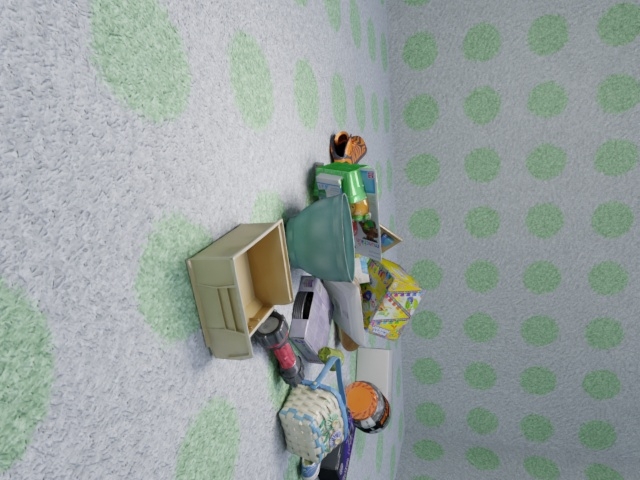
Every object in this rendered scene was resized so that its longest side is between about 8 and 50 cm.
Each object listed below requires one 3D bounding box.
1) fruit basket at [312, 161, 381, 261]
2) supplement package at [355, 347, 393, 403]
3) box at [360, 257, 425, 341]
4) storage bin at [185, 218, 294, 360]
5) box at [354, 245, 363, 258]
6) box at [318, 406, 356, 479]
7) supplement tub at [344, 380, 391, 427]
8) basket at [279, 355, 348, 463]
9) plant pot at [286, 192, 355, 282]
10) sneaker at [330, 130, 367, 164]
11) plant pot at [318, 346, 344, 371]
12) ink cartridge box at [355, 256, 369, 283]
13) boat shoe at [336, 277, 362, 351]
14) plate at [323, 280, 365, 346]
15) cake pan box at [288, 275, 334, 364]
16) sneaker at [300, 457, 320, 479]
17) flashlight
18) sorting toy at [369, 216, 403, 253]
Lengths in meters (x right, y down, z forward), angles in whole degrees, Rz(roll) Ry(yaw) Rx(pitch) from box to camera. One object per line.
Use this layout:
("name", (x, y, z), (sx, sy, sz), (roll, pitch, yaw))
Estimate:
("fruit basket", (0.094, -0.113, 1.637), (0.165, 0.327, 0.353), (-17, 114, -36))
("supplement package", (0.297, 0.737, 2.348), (0.175, 0.177, 0.293), (35, 57, -67))
("box", (0.295, 0.261, 2.015), (0.279, 0.177, 0.290), (-63, -158, 13))
("storage bin", (-0.177, 0.112, 1.047), (0.262, 0.123, 0.261), (-50, 136, -63))
("box", (0.163, 0.091, 2.115), (0.058, 0.087, 0.232), (-63, 148, -50))
("box", (0.063, 0.849, 1.782), (0.261, 0.103, 0.184), (-70, 150, -46))
("supplement tub", (0.216, 0.797, 2.064), (0.338, 0.207, 0.207), (60, 35, -56))
("basket", (0.004, 0.568, 1.447), (0.289, 0.201, 0.255), (-46, 132, -51))
("plant pot", (0.000, 0.000, 1.430), (0.293, 0.196, 0.293), (-6, 90, -79))
("sneaker", (0.134, -0.435, 1.974), (0.321, 0.124, 0.180), (-71, 154, -45))
("plant pot", (0.032, 0.417, 1.548), (0.079, 0.083, 0.083), (47, 44, -46))
("ink cartridge box", (0.147, 0.143, 1.997), (0.090, 0.143, 0.092), (-93, 173, -61))
("boat shoe", (0.114, 0.323, 1.954), (0.110, 0.121, 0.342), (-166, -103, -71))
("plate", (0.083, 0.256, 1.727), (0.278, 0.045, 0.278), (37, -40, 57))
("cake pan box", (-0.026, 0.292, 1.579), (0.267, 0.070, 0.246), (64, 29, -52))
("sneaker", (-0.018, 0.760, 1.571), (0.211, 0.080, 0.081), (-68, 154, -51))
("flashlight", (-0.114, 0.330, 1.273), (0.103, 0.103, 0.304), (-44, 138, -29))
("sorting toy", (0.209, -0.041, 2.035), (0.229, 0.307, 0.041), (-37, -157, 57))
